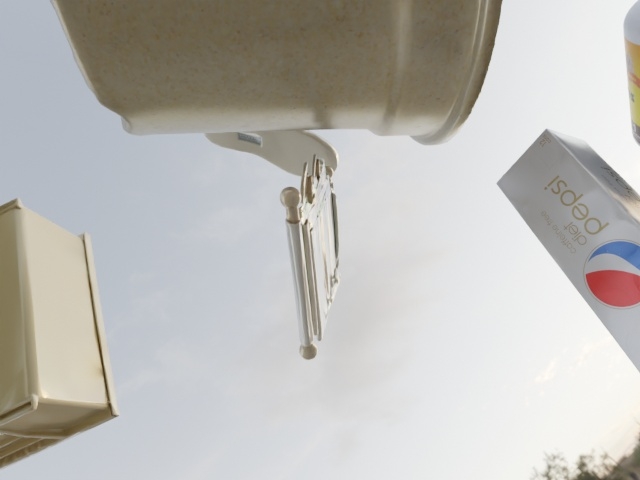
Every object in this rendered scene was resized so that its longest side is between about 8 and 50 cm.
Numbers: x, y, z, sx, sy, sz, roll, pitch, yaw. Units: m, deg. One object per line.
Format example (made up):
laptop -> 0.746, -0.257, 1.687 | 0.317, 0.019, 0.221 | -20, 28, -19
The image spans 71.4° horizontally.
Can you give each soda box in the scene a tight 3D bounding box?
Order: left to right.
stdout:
soda box -> 0.250, 0.001, 0.384 | 0.069, 0.216, 0.074 | 4, -43, -30

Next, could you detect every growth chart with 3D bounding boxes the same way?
growth chart -> 0.000, 0.000, 0.441 | 0.021, 0.237, 0.172 | -2, -75, 9

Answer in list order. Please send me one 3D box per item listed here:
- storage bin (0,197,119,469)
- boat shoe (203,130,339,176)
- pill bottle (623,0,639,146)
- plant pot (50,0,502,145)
storage bin -> -0.410, 0.128, 0.526 | 0.260, 0.263, 0.123 | -25, -26, 1
boat shoe -> -0.059, -0.133, 0.566 | 0.066, 0.184, 0.063 | 92, -162, -44
pill bottle -> 0.407, -0.205, 0.491 | 0.117, 0.117, 0.215 | -40, -53, -5
plant pot -> -0.054, -0.231, 0.413 | 0.304, 0.334, 0.334 | -11, -52, -4
